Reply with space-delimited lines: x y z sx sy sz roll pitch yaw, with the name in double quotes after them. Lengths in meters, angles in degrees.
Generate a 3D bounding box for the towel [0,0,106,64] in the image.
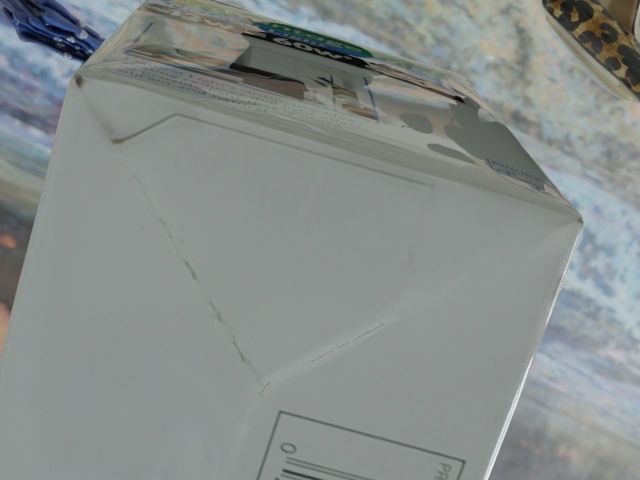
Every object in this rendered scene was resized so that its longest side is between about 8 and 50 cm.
-0.180 -0.145 1.117 0.336 0.040 0.243 36 -179 -42 "towel"

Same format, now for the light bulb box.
-0.051 0.066 0.704 0.225 0.358 0.361 16 -163 -6 "light bulb box"

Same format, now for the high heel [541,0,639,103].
0.291 -0.243 1.113 0.093 0.186 0.261 41 -162 -42 "high heel"
